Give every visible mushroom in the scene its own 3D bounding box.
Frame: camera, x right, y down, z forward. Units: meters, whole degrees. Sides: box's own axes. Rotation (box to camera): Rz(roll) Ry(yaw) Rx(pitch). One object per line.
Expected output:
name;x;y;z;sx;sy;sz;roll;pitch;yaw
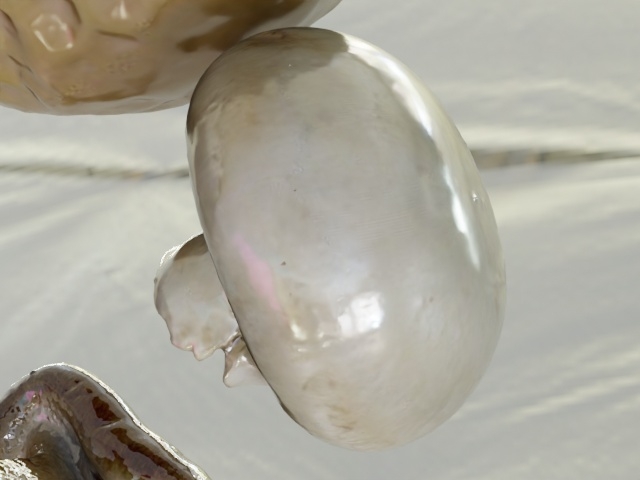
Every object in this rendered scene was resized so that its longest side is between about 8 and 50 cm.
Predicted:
mushroom;0.000;0.000;1.036;0.178;0.226;0.226;-17;-149;21
mushroom;-0.179;0.173;1.296;0.227;0.217;0.148;32;-85;25

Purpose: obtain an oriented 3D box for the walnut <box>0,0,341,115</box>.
walnut;-0.116;-0.255;1.146;0.308;0.354;0.398;-28;180;-43
